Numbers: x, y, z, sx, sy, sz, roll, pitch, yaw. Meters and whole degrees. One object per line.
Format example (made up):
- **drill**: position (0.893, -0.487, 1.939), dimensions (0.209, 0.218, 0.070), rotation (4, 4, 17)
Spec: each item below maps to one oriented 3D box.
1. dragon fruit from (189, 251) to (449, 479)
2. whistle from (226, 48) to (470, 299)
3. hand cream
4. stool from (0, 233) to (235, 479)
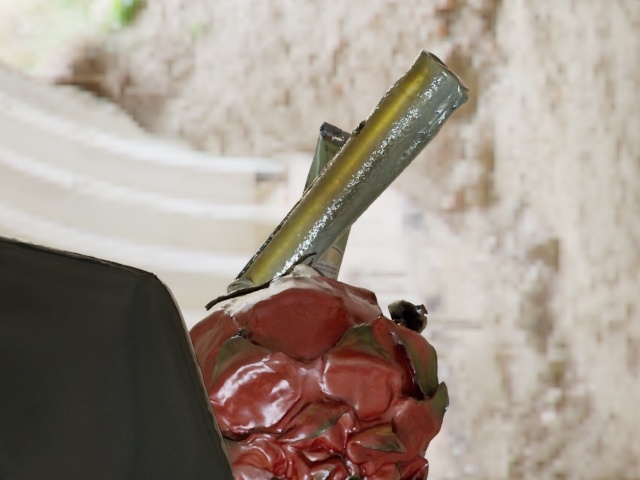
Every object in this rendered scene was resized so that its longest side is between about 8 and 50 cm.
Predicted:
- **dragon fruit**: position (-0.014, 0.125, 1.533), dimensions (0.293, 0.234, 0.233), rotation (-102, 12, -61)
- **whistle**: position (0.021, -0.046, 1.863), dimensions (0.326, 0.057, 0.068), rotation (-49, 37, 14)
- **hand cream**: position (0.000, 0.000, 1.974), dimensions (0.086, 0.055, 0.235), rotation (21, -97, -51)
- **stool**: position (-0.158, 0.116, 0.944), dimensions (0.141, 0.232, 0.232), rotation (103, 168, -64)
